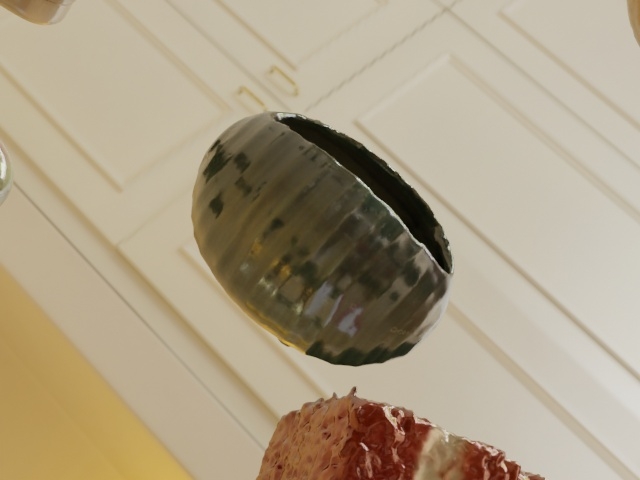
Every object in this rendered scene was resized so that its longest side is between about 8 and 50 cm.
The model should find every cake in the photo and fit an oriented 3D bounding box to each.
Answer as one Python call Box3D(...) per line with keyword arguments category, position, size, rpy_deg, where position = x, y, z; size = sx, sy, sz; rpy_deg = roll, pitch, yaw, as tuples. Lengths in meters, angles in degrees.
Box3D(category="cake", position=(0.090, 0.345, 1.038), size=(0.269, 0.320, 0.270), rpy_deg=(-34, 33, 65))

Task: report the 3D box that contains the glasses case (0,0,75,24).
Box3D(category="glasses case", position=(-0.268, -0.230, 0.716), size=(0.050, 0.196, 0.083), rpy_deg=(-55, 15, 16))

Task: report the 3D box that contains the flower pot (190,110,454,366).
Box3D(category="flower pot", position=(0.000, 0.000, 0.829), size=(0.157, 0.243, 0.189), rpy_deg=(-52, -8, 16))

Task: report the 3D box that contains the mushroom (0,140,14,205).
Box3D(category="mushroom", position=(-0.285, -0.056, 0.776), size=(0.067, 0.083, 0.084), rpy_deg=(-29, -4, 34))

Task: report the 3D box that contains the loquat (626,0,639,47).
Box3D(category="loquat", position=(0.296, -0.164, 0.602), size=(0.208, 0.208, 0.208), rpy_deg=(-42, -16, -15))
